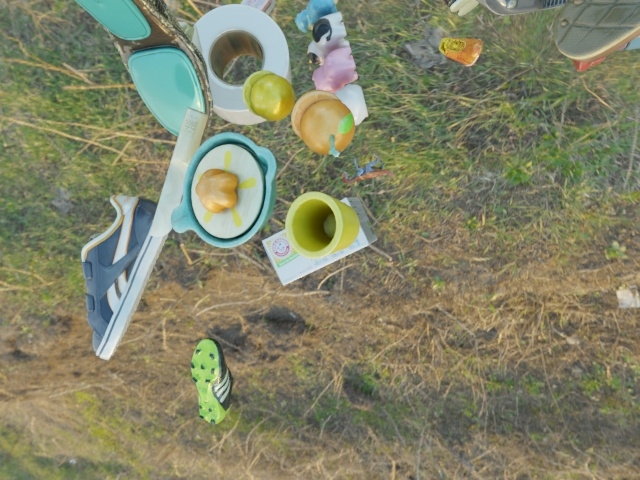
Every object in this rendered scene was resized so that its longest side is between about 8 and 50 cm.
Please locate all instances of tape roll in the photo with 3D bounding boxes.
[{"bbox_3d":[-0.194,-0.421,1.175,0.246,0.169,0.246,0,93,-2],"label":"tape roll"}]

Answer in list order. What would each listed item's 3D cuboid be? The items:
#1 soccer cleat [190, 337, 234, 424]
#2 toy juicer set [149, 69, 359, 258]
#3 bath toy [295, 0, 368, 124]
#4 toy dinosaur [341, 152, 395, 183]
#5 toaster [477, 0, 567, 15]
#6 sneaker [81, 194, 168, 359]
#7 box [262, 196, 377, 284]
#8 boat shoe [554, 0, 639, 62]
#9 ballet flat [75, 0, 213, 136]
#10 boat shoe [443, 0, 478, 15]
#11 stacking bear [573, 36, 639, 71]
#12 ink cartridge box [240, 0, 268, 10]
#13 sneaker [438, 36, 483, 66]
[{"bbox_3d":[-0.183,0.236,0.832,0.060,0.072,0.179,13,116,20],"label":"soccer cleat"},{"bbox_3d":[-0.107,-0.096,0.567,0.328,0.089,0.209,5,93,31],"label":"toy juicer set"},{"bbox_3d":[0.024,-0.439,1.216,0.128,0.151,0.348,-15,73,8],"label":"bath toy"},{"bbox_3d":[0.083,-0.131,0.923,0.082,0.047,0.090,-43,51,15],"label":"toy dinosaur"},{"bbox_3d":[0.205,-0.293,0.419,0.226,0.146,0.129,-19,133,-7],"label":"toaster"},{"bbox_3d":[-0.394,0.064,0.920,0.127,0.126,0.321,22,93,-14],"label":"sneaker"},{"bbox_3d":[0.000,0.000,0.999,0.203,0.114,0.103,-26,88,17],"label":"box"},{"bbox_3d":[0.241,-0.189,0.315,0.178,0.060,0.064,-48,52,27],"label":"boat shoe"},{"bbox_3d":[-0.316,-0.403,0.893,0.163,0.483,0.182,0,64,15],"label":"ballet flat"},{"bbox_3d":[0.271,-0.462,0.917,0.049,0.133,0.042,-34,87,36],"label":"boat shoe"},{"bbox_3d":[0.615,-0.427,0.848,0.288,0.175,0.164,-10,100,19],"label":"stacking bear"},{"bbox_3d":[-0.214,-0.680,1.465,0.065,0.311,0.186,39,104,-18],"label":"ink cartridge box"},{"bbox_3d":[0.342,-0.470,1.182,0.067,0.175,0.064,13,107,-16],"label":"sneaker"}]
